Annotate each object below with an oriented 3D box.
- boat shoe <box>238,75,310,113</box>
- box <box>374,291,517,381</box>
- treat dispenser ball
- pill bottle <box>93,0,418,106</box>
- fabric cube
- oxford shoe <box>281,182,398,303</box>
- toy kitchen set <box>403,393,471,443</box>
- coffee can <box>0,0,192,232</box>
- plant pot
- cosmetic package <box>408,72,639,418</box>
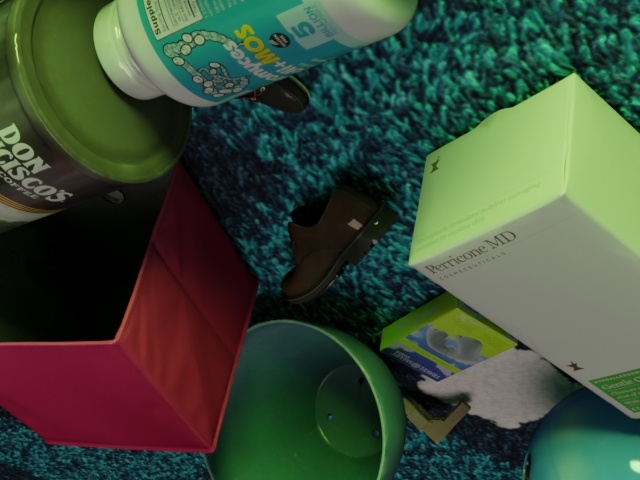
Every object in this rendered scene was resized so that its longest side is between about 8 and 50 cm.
[{"bbox_3d":[-0.073,-0.156,0.855,0.133,0.042,0.049,24,140,-16],"label":"boat shoe"},{"bbox_3d":[0.163,0.131,1.154,0.109,0.042,0.178,30,139,-21],"label":"box"},{"bbox_3d":[0.409,0.322,1.120,0.288,0.288,0.288,9,143,7],"label":"treat dispenser ball"},{"bbox_3d":[-0.063,-0.198,0.708,0.264,0.146,0.146,-15,135,33],"label":"pill bottle"},{"bbox_3d":[-0.255,0.081,1.043,0.254,0.259,0.258,-4,142,21],"label":"fabric cube"},{"bbox_3d":[0.000,0.000,1.019,0.096,0.083,0.227,38,139,-2],"label":"oxford shoe"},{"bbox_3d":[0.176,0.253,1.326,0.083,0.075,0.068,44,-173,12],"label":"toy kitchen set"},{"bbox_3d":[-0.293,-0.119,0.838,0.275,0.202,0.201,-15,135,34],"label":"coffee can"},{"bbox_3d":[0.004,0.251,1.205,0.290,0.290,0.195,-12,172,30],"label":"plant pot"},{"bbox_3d":[0.290,0.024,0.881,0.365,0.155,0.197,32,142,-25],"label":"cosmetic package"}]
